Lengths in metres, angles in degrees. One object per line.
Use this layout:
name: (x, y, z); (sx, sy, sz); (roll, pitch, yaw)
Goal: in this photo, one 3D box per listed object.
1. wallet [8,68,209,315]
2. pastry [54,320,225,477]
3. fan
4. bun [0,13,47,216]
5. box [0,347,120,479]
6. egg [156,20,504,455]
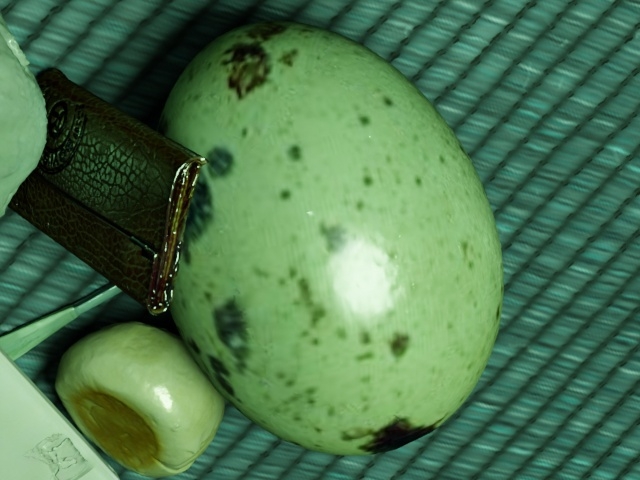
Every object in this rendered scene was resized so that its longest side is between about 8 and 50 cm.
wallet: (-0.184, -0.046, 1.359); (0.039, 0.243, 0.133); (6, 108, -40)
pastry: (-0.159, 0.138, 1.472); (0.156, 0.156, 0.092); (53, 44, -22)
fan: (-0.254, 0.082, 1.494); (0.193, 0.016, 0.038); (-29, 114, -5)
bun: (-0.394, -0.093, 1.307); (0.354, 0.194, 0.354); (-5, 107, -16)
box: (-0.293, 0.187, 1.452); (0.142, 0.044, 0.285); (-37, 134, -5)
egg: (0.000, 0.000, 1.396); (0.287, 0.287, 0.379); (-32, 104, -5)
